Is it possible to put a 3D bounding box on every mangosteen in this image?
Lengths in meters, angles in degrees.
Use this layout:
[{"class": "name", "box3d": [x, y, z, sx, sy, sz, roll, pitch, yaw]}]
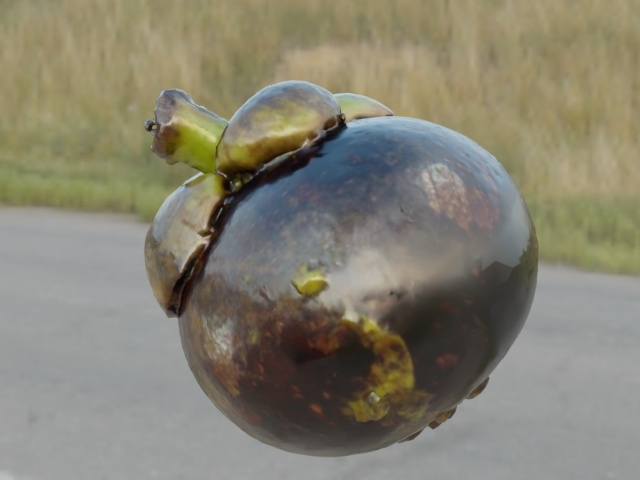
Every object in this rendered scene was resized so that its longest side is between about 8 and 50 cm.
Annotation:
[{"class": "mangosteen", "box3d": [0.000, 0.000, 0.767, 0.192, 0.217, 0.192, -40, -1, -1]}]
